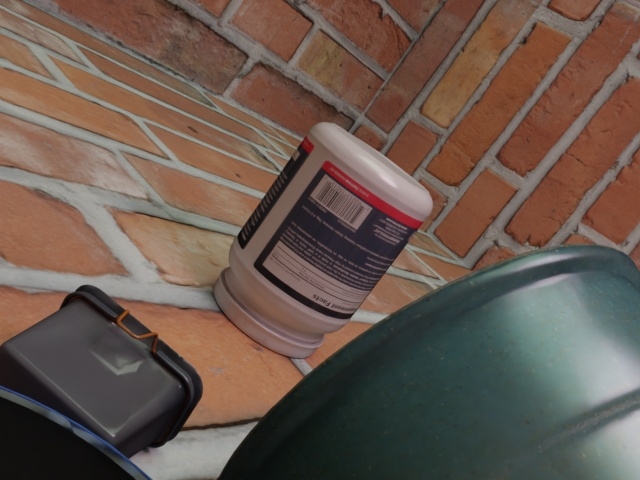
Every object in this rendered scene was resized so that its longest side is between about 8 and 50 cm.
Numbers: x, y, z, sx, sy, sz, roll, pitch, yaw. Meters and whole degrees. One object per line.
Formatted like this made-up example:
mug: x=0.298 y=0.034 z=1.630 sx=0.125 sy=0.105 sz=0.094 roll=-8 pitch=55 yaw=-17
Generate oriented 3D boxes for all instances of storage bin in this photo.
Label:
storage bin: x=-0.169 y=0.105 z=0.462 sx=0.135 sy=0.098 sz=0.091 roll=37 pitch=23 yaw=8

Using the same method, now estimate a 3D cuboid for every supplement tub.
supplement tub: x=0.000 y=0.000 z=0.837 sx=0.191 sy=0.272 sz=0.191 roll=34 pitch=13 yaw=-9

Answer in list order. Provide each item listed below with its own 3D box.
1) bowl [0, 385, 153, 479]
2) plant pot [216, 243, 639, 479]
bowl: x=-0.172 y=0.179 z=0.208 sx=0.391 sy=0.077 sz=0.391 roll=33 pitch=13 yaw=-9
plant pot: x=0.152 y=0.238 z=0.342 sx=0.341 sy=0.341 sz=0.334 roll=22 pitch=28 yaw=-47
